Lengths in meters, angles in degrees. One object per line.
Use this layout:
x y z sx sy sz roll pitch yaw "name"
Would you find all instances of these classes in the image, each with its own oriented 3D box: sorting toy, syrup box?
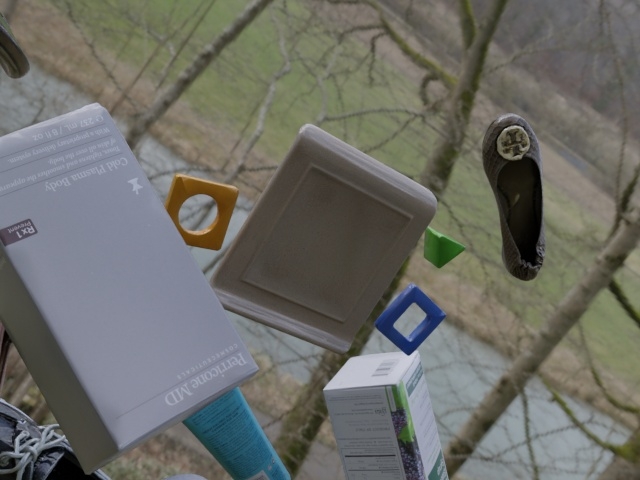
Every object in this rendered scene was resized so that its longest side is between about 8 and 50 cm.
0.000 0.000 0.859 0.348 0.196 0.047 26 9 -31 "sorting toy"
0.086 0.258 0.999 0.093 0.096 0.236 -37 115 -62 "syrup box"

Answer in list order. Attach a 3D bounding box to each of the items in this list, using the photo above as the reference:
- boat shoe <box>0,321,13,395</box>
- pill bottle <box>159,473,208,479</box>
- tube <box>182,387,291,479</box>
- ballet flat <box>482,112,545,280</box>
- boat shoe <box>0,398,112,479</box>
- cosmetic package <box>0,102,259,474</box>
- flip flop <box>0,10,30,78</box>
-0.381 0.072 1.013 0.117 0.324 0.123 15 -25 -6 "boat shoe"
-0.037 0.277 0.545 0.272 0.152 0.152 36 8 38 "pill bottle"
-0.097 0.215 0.945 0.052 0.080 0.207 28 -29 50 "tube"
0.273 -0.052 1.172 0.058 0.084 0.249 -109 -173 -64 "ballet flat"
-0.360 0.277 1.053 0.306 0.105 0.113 45 48 -12 "boat shoe"
-0.166 0.036 0.633 0.127 0.107 0.238 -29 81 -36 "cosmetic package"
-0.358 -0.215 0.796 0.112 0.080 0.277 59 2 3 "flip flop"
